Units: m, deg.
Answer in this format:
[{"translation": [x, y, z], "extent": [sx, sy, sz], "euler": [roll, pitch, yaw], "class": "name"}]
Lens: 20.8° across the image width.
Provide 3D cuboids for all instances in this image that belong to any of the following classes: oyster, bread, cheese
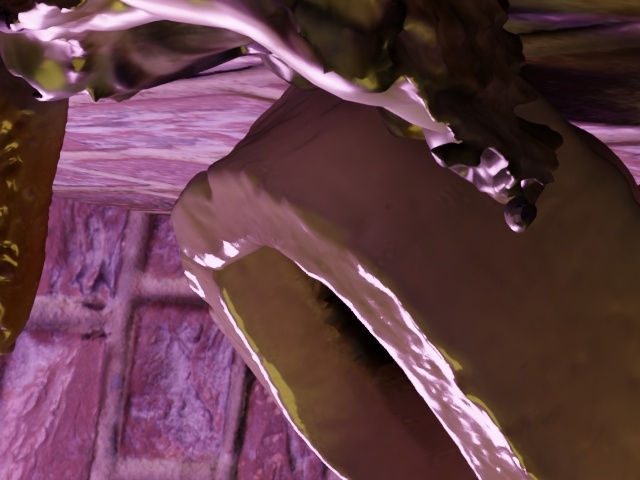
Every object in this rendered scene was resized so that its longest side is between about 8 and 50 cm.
[{"translation": [-0.013, -0.090, 0.691], "extent": [0.237, 0.115, 0.351], "euler": [16, 174, 11], "class": "oyster"}, {"translation": [-0.265, -0.048, 1.079], "extent": [0.195, 0.246, 0.176], "euler": [4, -154, -25], "class": "bread"}, {"translation": [0.061, 0.038, 0.983], "extent": [0.292, 0.153, 0.332], "euler": [20, 147, 51], "class": "cheese"}]

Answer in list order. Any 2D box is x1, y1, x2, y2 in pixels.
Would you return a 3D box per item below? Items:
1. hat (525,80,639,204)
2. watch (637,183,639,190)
[{"translation": [0.128, -0.060, 1.143], "extent": [0.219, 0.164, 0.226], "euler": [25, 143, 21], "class": "hat"}, {"translation": [0.300, 0.076, 1.445], "extent": [0.165, 0.268, 0.102], "euler": [21, 171, -33], "class": "watch"}]
